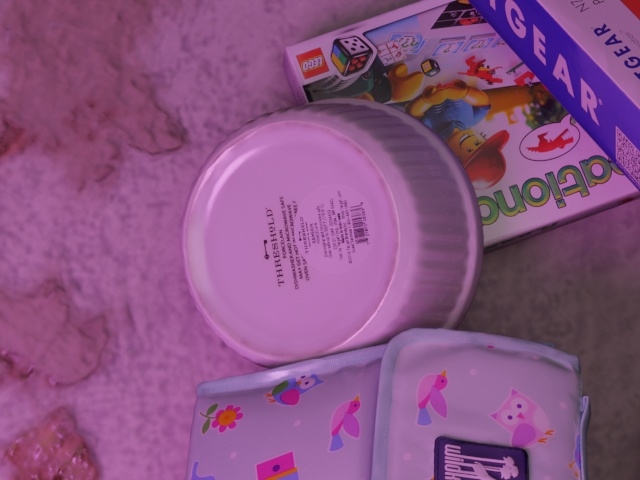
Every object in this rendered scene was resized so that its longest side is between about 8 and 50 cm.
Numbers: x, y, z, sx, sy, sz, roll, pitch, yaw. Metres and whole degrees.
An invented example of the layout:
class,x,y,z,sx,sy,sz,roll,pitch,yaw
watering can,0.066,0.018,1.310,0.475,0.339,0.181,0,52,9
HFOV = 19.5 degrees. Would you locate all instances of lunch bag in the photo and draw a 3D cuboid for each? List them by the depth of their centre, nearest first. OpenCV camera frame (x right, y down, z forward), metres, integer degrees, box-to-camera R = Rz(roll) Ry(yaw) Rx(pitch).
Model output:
class,x,y,z,sx,sy,sz,roll,pitch,yaw
lunch bag,0.048,0.183,1.191,0.262,0.160,0.223,-14,47,21

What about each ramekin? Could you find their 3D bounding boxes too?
class,x,y,z,sx,sy,sz,roll,pitch,yaw
ramekin,0.000,0.000,1.298,0.207,0.109,0.207,-1,88,24

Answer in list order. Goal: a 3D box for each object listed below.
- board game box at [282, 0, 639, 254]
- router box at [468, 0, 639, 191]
class,x,y,z,sx,sy,sz,roll,pitch,yaw
board game box,0.146,-0.101,1.398,0.305,0.053,0.193,-20,80,-7
router box,0.271,-0.213,1.323,0.301,0.082,0.335,-25,50,-11
